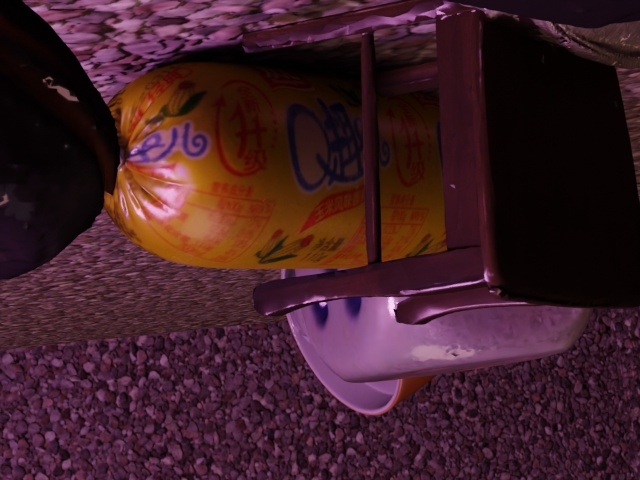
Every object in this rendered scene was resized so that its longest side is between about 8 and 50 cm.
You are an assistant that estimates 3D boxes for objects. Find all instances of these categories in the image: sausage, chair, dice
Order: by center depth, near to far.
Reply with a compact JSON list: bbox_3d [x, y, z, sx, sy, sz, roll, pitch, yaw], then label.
[{"bbox_3d":[0.126,-0.060,0.734,0.319,0.186,0.160,-11,168,37],"label":"chair"},{"bbox_3d":[-0.006,-0.043,0.927,0.123,0.123,0.347,-14,171,40],"label":"sausage"},{"bbox_3d":[0.094,0.008,1.172,0.193,0.194,0.192,-7,172,-20],"label":"dice"}]

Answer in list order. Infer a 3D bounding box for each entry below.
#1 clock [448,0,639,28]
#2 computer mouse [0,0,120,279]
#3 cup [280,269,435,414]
[{"bbox_3d":[0.063,-0.123,0.450,0.279,0.049,0.273,7,169,-25],"label":"clock"},{"bbox_3d":[-0.229,-0.062,0.525,0.323,0.116,0.183,12,154,-25],"label":"computer mouse"},{"bbox_3d":[0.105,0.030,1.404,0.264,0.182,0.226,-24,161,-30],"label":"cup"}]
